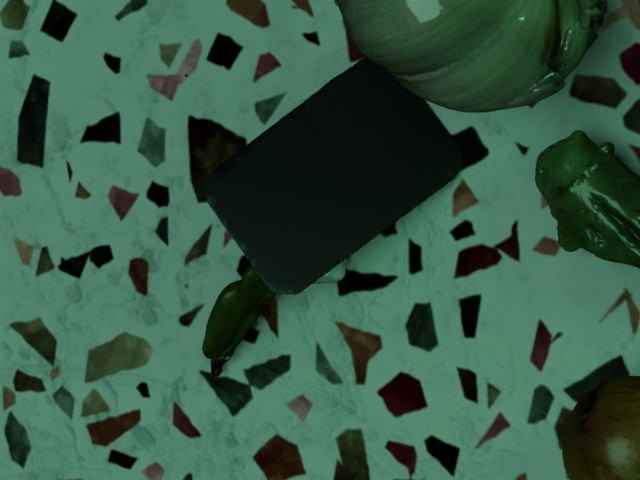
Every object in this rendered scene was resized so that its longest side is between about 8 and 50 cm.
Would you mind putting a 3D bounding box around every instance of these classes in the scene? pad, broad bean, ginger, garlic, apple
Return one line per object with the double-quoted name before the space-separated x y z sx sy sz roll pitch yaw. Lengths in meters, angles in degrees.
"pad" -0.029 -0.125 2.037 0.250 0.055 0.323 -36 58 -1
"broad bean" -0.085 0.065 2.078 0.214 0.048 0.070 -62 30 29
"ginger" 0.341 -0.030 1.832 0.290 0.089 0.137 9 116 33
"garlic" 0.126 -0.268 1.816 0.241 0.322 0.322 -34 76 9
"apple" 0.300 0.197 1.833 0.146 0.146 0.146 2 94 29

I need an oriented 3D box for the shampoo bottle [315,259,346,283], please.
"shampoo bottle" 0.000 0.000 2.045 0.072 0.043 0.099 19 102 29
